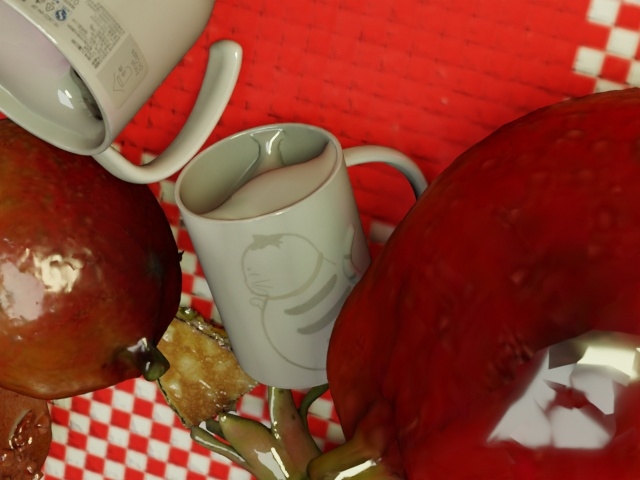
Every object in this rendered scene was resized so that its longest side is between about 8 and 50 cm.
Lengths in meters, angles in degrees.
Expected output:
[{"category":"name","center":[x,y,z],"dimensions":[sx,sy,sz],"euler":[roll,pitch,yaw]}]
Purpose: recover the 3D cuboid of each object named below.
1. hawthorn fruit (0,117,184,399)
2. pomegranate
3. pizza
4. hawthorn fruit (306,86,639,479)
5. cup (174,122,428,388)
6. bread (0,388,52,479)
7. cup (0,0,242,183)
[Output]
[{"category":"hawthorn fruit","center":[-0.163,0.020,0.822],"dimensions":[0.188,0.169,0.169],"euler":[50,125,28]},{"category":"pomegranate","center":[-0.001,0.179,0.879],"dimensions":[0.152,0.131,0.191],"euler":[-40,83,25]},{"category":"pizza","center":[-0.080,0.088,0.918],"dimensions":[0.100,0.029,0.099],"euler":[26,128,8]},{"category":"hawthorn fruit","center":[0.131,0.059,0.678],"dimensions":[0.307,0.265,0.265],"euler":[-16,112,-14]},{"category":"cup","center":[-0.003,0.006,0.797],"dimensions":[0.136,0.099,0.133],"euler":[-8,125,13]},{"category":"bread","center":[-0.289,0.111,0.942],"dimensions":[0.212,0.142,0.224],"euler":[-17,109,40]},{"category":"cup","center":[-0.111,-0.129,0.748],"dimensions":[0.173,0.142,0.134],"euler":[41,156,-8]}]
